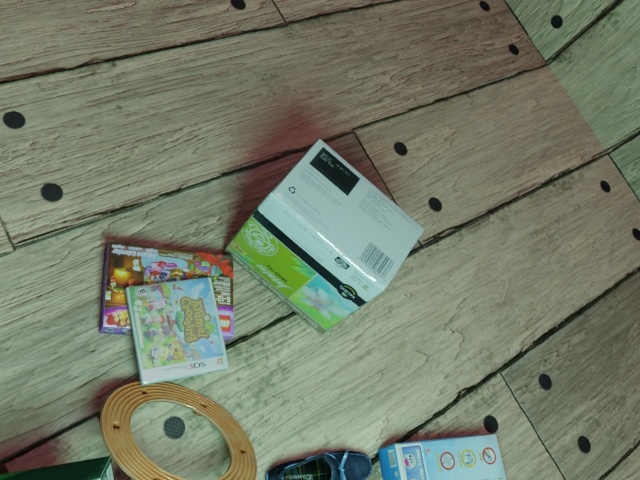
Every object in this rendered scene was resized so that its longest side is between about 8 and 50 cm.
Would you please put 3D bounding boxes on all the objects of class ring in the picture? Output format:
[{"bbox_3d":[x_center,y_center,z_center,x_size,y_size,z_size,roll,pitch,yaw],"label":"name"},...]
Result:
[{"bbox_3d":[-0.280,0.403,1.390,0.337,0.032,0.336,29,18,-10],"label":"ring"}]

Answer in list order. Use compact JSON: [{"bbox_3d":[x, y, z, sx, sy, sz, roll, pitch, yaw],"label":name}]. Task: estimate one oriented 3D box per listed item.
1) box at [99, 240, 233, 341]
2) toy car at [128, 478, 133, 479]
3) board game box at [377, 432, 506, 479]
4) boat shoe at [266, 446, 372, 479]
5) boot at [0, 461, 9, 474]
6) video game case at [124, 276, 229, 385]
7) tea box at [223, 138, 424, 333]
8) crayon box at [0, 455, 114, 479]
[{"bbox_3d":[-0.343,0.118,1.586,0.293,0.057,0.201,8,64,-25],"label":"box"},{"bbox_3d":[-0.361,0.596,1.300,0.238,0.210,0.219,-29,66,-6],"label":"toy car"},{"bbox_3d":[0.310,0.631,1.659,0.302,0.086,0.308,3,65,-26],"label":"board game box"},{"bbox_3d":[0.011,0.526,1.552,0.258,0.089,0.109,-6,70,-30],"label":"boat shoe"},{"bbox_3d":[-0.668,0.436,1.243,0.152,0.197,0.073,-9,71,10],"label":"boot"},{"bbox_3d":[-0.311,0.193,1.519,0.193,0.023,0.212,-6,73,-29],"label":"video game case"},{"bbox_3d":[0.000,0.000,1.659,0.329,0.323,0.220,40,54,-4],"label":"tea box"},{"bbox_3d":[-0.477,0.561,1.126,0.313,0.106,0.363,-7,96,-6],"label":"crayon box"}]
